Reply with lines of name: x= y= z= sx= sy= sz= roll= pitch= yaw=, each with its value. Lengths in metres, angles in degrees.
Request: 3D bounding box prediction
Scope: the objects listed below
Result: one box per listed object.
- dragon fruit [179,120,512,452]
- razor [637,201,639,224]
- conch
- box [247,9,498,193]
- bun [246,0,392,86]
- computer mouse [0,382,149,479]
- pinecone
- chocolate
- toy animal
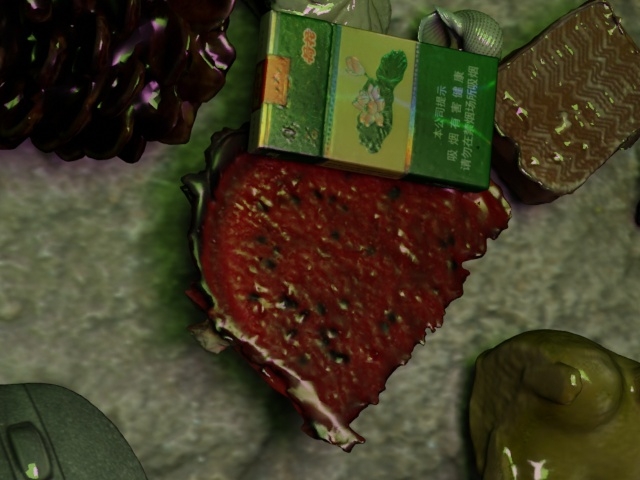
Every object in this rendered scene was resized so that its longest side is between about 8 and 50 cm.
dragon fruit: x=0.000 y=0.000 z=1.615 sx=0.282 sy=0.100 sz=0.343 roll=46 pitch=58 yaw=-7
razor: x=0.401 y=-0.014 z=1.793 sx=0.148 sy=0.054 sz=0.090 roll=41 pitch=62 yaw=-6
conch: x=0.141 y=-0.199 z=1.748 sx=0.085 sy=0.056 sz=0.076 roll=32 pitch=86 yaw=11
box: x=0.052 y=-0.126 z=1.602 sx=0.235 sy=0.034 sz=0.132 roll=10 pitch=79 yaw=-21
bun: x=-0.025 y=-0.247 z=1.663 sx=0.212 sy=0.126 sz=0.204 roll=27 pitch=66 yaw=-10
computer mouse: x=-0.218 y=0.292 z=1.451 sx=0.203 sy=0.114 sz=0.374 roll=-13 pitch=80 yaw=-22
pinecone: x=-0.232 y=-0.216 z=1.513 sx=0.296 sy=0.242 sz=0.298 roll=-7 pitch=83 yaw=-24
chocolate: x=0.241 y=-0.134 z=1.746 sx=0.214 sy=0.093 sz=0.148 roll=-37 pitch=89 yaw=-25
toy animal: x=0.321 y=0.193 z=1.636 sx=0.363 sy=0.180 sz=0.181 roll=16 pitch=107 yaw=-10
